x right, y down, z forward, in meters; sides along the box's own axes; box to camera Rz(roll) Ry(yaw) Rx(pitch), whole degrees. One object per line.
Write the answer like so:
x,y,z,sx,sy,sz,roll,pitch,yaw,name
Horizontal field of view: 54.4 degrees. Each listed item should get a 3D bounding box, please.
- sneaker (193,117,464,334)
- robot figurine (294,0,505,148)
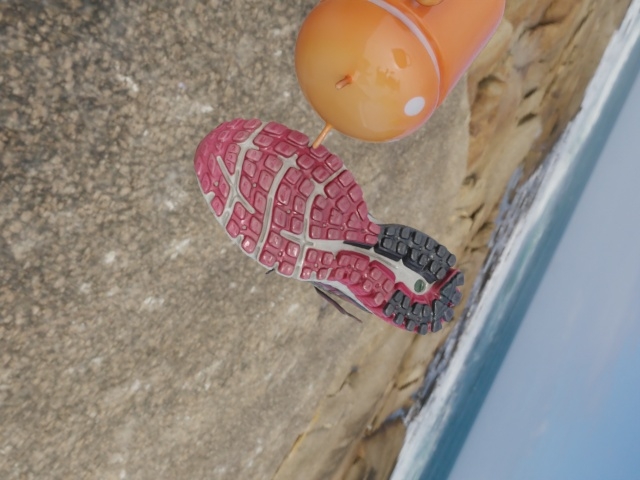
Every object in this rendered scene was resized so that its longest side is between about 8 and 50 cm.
0.000,0.000,0.605,0.299,0.112,0.121,37,76,-25,sneaker
0.064,-0.167,0.503,0.219,0.158,0.128,-52,131,-24,robot figurine
